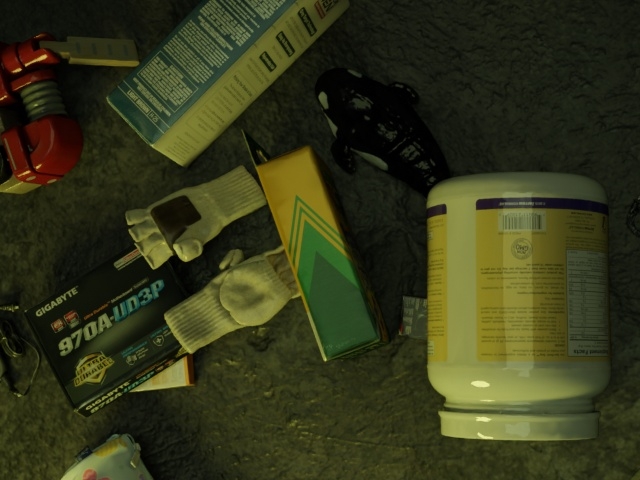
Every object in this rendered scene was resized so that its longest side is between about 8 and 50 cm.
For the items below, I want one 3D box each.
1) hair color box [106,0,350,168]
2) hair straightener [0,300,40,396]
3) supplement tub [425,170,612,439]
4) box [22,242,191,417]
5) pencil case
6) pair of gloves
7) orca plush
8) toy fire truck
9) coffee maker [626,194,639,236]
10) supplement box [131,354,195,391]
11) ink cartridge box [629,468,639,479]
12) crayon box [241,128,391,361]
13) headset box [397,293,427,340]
[{"bbox_3d":[-0.124,-0.270,1.663,0.347,0.174,0.105,-44,79,2],"label":"hair color box"},{"bbox_3d":[-0.483,0.125,1.740,0.089,0.047,0.230,-32,81,4],"label":"hair straightener"},{"bbox_3d":[0.258,0.087,1.541,0.241,0.241,0.331,0,85,8],"label":"supplement tub"},{"bbox_3d":[-0.288,0.121,1.682,0.220,0.051,0.175,-31,69,-3],"label":"box"},{"bbox_3d":[-0.246,0.404,1.649,0.124,0.113,0.273,-35,80,-16],"label":"pencil case"},{"bbox_3d":[-0.145,0.020,1.659,0.204,0.042,0.240,-23,69,-10],"label":"pair of gloves"},{"bbox_3d":[0.091,-0.136,1.655,0.151,0.102,0.287,-28,82,5],"label":"orca plush"},{"bbox_3d":[-0.391,-0.206,1.724,0.246,0.158,0.217,-23,81,16],"label":"toy fire truck"},{"bbox_3d":[0.493,0.002,1.547,0.171,0.178,0.120,13,86,9],"label":"coffee maker"},{"bbox_3d":[-0.235,0.184,1.705,0.098,0.036,0.062,-7,81,7],"label":"supplement box"},{"bbox_3d":[0.546,0.399,1.527,0.307,0.129,0.223,42,91,10],"label":"ink cartridge box"},{"bbox_3d":[0.000,0.000,1.604,0.083,0.203,0.323,-21,82,5],"label":"crayon box"},{"bbox_3d":[0.153,0.111,1.659,0.083,0.032,0.062,6,86,8],"label":"headset box"}]
